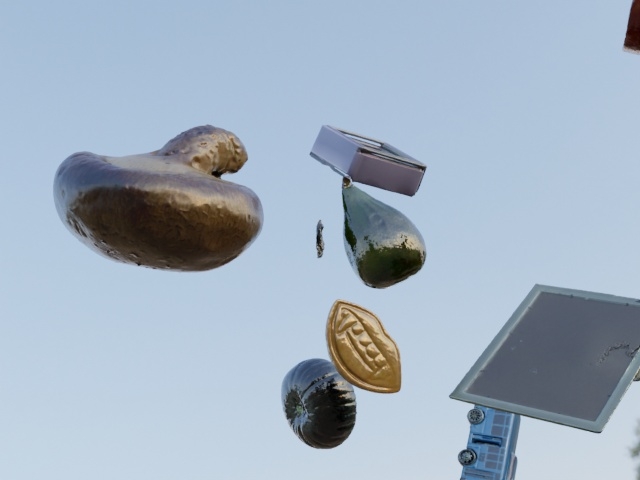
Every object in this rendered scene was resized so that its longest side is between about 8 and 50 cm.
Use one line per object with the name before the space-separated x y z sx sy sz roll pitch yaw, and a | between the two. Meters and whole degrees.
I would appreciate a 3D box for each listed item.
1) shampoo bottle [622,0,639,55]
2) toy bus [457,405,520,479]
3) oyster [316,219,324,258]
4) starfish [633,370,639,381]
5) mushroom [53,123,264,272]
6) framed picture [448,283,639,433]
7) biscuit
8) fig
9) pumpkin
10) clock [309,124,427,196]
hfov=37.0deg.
shampoo bottle | 0.519 -0.233 1.127 0.314 0.076 0.118 17 -20 16
toy bus | 0.325 0.406 1.835 0.106 0.185 0.090 6 -32 19
oyster | 0.000 -0.003 2.046 0.019 0.083 0.054 -4 -1 3
starfish | 0.632 0.165 1.564 0.303 0.312 0.113 -44 -49 2
mushroom | -0.256 -0.053 1.514 0.345 0.239 0.345 -15 -2 -1
framed picture | 0.330 0.151 1.287 0.216 0.273 0.016 8 -53 39
biscuit | 0.083 0.216 1.909 0.142 0.221 0.029 -29 -5 -28
fig | 0.076 -0.013 1.384 0.117 0.177 0.117 -30 -20 -12
pumpkin | 0.000 0.357 2.104 0.140 0.202 0.202 -10 -29 -38
clock | 0.094 -0.156 1.873 0.193 0.144 0.073 11 -72 -41
